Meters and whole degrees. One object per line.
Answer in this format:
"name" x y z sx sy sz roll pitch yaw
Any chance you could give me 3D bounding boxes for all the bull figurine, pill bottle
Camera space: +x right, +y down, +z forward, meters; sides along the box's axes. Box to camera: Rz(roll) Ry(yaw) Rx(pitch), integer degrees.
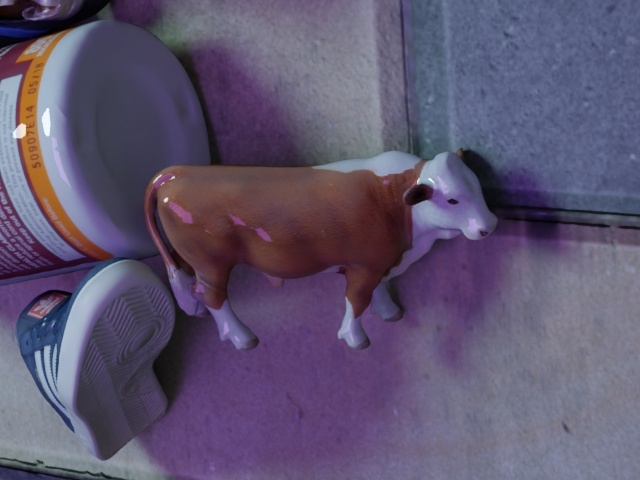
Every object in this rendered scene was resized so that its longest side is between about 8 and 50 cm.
"bull figurine" 0.000 0.000 1.556 0.310 0.101 0.188 3 117 5
"pill bottle" -0.322 -0.067 1.695 0.392 0.224 0.224 -10 100 33

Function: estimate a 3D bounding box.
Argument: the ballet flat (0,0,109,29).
"ballet flat" -0.283 -0.229 1.633 0.074 0.203 0.074 177 90 -66

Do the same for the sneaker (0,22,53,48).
"sneaker" -0.372 -0.219 1.687 0.090 0.232 0.081 140 135 -57

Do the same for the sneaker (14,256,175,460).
"sneaker" -0.231 0.089 1.677 0.148 0.131 0.350 47 155 17
